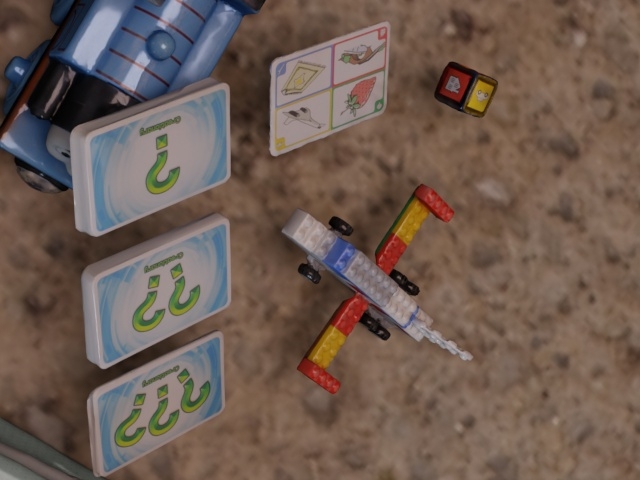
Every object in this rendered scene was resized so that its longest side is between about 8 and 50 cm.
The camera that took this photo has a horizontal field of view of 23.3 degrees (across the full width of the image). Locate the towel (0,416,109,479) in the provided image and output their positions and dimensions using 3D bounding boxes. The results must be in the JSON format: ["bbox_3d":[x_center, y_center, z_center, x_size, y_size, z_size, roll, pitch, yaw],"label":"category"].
[{"bbox_3d":[-0.253,0.202,0.679,0.374,0.090,0.320,33,86,-22],"label":"towel"}]

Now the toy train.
[{"bbox_3d":[-0.079,-0.101,0.702,0.080,0.105,0.184,32,83,-22],"label":"toy train"}]

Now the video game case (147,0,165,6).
[{"bbox_3d":[-0.102,-0.272,0.643,0.244,0.061,0.269,31,83,6],"label":"video game case"}]

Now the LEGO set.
[{"bbox_3d":[0.000,0.000,0.726,0.244,0.060,0.182,-25,129,-37],"label":"LEGO set"}]
